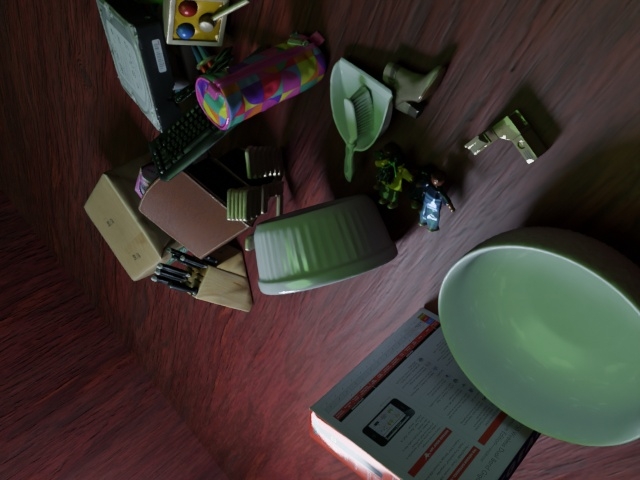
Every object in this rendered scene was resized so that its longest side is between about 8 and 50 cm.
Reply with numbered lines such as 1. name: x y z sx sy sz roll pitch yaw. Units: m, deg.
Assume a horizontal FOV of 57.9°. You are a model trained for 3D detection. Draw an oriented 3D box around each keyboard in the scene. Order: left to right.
1. keyboard: -0.227 -0.274 1.153 0.317 0.033 0.201 -35 55 16

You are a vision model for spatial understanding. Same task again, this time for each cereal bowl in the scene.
1. cereal bowl: 0.352 0.122 0.852 0.339 0.141 0.339 30 137 32

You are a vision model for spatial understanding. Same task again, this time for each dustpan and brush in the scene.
1. dustpan and brush: 0.062 -0.191 1.011 0.147 0.060 0.211 45 158 35

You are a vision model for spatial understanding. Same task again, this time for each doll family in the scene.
1. doll family: 0.154 -0.098 0.979 0.193 0.076 0.111 30 133 26

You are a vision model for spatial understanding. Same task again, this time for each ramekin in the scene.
1. ramekin: 0.000 0.000 1.082 0.273 0.273 0.127 -7 101 52

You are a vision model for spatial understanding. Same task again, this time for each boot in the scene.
1. boot: 0.137 -0.249 0.901 0.087 0.042 0.118 48 144 15

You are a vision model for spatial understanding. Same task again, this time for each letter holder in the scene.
1. letter holder: -0.270 -0.108 1.339 0.214 0.152 0.302 39 148 -17

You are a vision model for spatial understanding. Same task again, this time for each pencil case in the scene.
1. pencil case: -0.097 -0.280 0.998 0.104 0.236 0.104 39 150 27

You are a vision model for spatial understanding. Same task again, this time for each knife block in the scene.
1. knife block: -0.318 0.121 1.558 0.088 0.242 0.275 26 135 39

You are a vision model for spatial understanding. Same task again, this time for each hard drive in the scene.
1. hard drive: -0.413 -0.414 1.302 0.339 0.064 0.237 47 151 44

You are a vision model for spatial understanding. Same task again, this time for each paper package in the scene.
1. paper package: -0.535 -0.061 1.740 0.309 0.168 0.325 57 144 -3

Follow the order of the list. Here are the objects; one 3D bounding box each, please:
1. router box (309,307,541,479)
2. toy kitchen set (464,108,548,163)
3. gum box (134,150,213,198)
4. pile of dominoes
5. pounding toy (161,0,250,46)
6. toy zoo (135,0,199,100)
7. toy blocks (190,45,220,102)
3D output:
1. router box: 0.200 0.296 1.000 0.301 0.335 0.082 29 136 33
2. toy kitchen set: 0.258 -0.128 0.829 0.075 0.068 0.083 55 145 2
3. gum box: -0.368 -0.165 1.439 0.062 0.188 0.107 51 145 8
4. pile of dominoes: -0.125 -0.093 1.165 0.040 0.251 0.196 4 100 11
5. pounding toy: -0.223 -0.441 1.112 0.130 0.141 0.100 115 144 -51
6. toy zoo: -0.364 -0.467 1.333 0.192 0.030 0.293 21 132 40
7. toy blocks: -0.248 -0.349 1.268 0.123 0.054 0.148 -20 101 54
